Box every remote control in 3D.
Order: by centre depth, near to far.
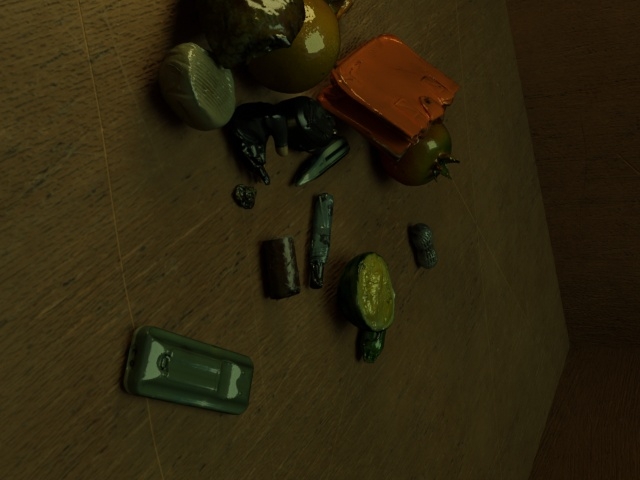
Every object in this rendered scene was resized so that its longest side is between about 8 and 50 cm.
[{"bbox_3d":[-0.242,0.260,1.428,0.335,0.066,0.127,31,59,-53],"label":"remote control"}]

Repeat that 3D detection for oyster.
[{"bbox_3d":[-0.165,-0.098,1.620,0.083,0.019,0.054,10,80,-58],"label":"oyster"}]

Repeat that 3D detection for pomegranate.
[{"bbox_3d":[0.290,-0.264,2.148,0.221,0.257,0.220,-33,141,-33],"label":"pomegranate"}]

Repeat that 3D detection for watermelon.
[{"bbox_3d":[0.112,0.147,1.945,0.204,0.127,0.232,-13,96,-58],"label":"watermelon"}]

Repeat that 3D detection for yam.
[{"bbox_3d":[-0.089,0.062,1.679,0.079,0.079,0.141,-15,98,-58],"label":"yam"}]

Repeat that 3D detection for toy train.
[{"bbox_3d":[-0.003,-0.202,1.855,0.252,0.055,0.048,-44,125,-51],"label":"toy train"}]

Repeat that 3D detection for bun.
[{"bbox_3d":[-0.248,-0.296,1.415,0.173,0.114,0.166,67,30,-26],"label":"bun"}]

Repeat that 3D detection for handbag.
[{"bbox_3d":[0.195,-0.400,1.982,0.410,0.304,0.116,-48,172,-50],"label":"handbag"}]

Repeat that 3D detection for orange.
[{"bbox_3d":[-0.064,-0.439,1.620,0.236,0.236,0.236,7,82,-58],"label":"orange"}]

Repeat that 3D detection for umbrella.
[{"bbox_3d":[-0.001,0.000,1.850,0.053,0.052,0.250,102,-6,-76],"label":"umbrella"}]

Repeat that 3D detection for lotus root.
[{"bbox_3d":[-0.152,-0.489,1.457,0.314,0.210,0.142,-115,179,-46],"label":"lotus root"}]

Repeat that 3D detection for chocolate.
[{"bbox_3d":[0.338,0.017,2.372,0.072,0.072,0.166,-47,126,-49],"label":"chocolate"}]

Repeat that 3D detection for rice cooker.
[{"bbox_3d":[-0.038,-0.279,1.761,0.165,0.107,0.112,26,61,-43],"label":"rice cooker"}]

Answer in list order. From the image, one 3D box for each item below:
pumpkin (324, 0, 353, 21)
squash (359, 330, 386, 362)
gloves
[{"bbox_3d":[-0.008,-0.608,1.853,0.149,0.130,0.254,43,17,-6],"label":"pumpkin"},{"bbox_3d":[0.152,0.238,2.059,0.077,0.068,0.219,45,50,-58],"label":"squash"},{"bbox_3d":[-0.141,-0.210,1.618,0.129,0.106,0.180,-46,154,-48],"label":"gloves"}]
